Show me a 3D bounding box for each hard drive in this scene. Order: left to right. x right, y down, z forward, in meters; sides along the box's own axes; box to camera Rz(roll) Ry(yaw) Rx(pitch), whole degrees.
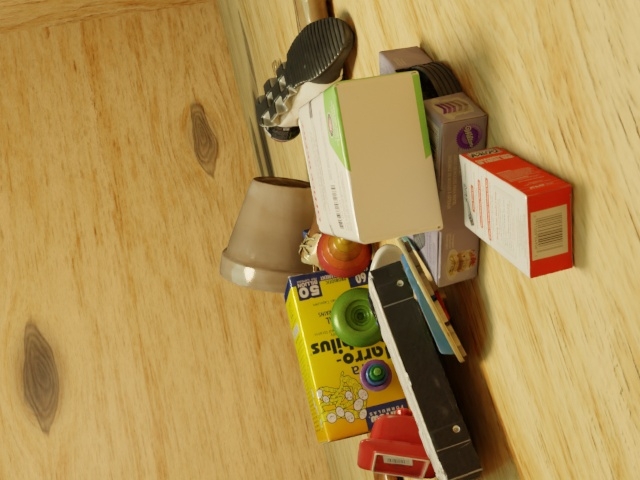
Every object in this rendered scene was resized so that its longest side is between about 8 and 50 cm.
[{"bbox_3d":[0.164,0.226,1.225,0.237,0.064,0.339,69,-179,-68],"label":"hard drive"}]

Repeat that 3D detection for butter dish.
[{"bbox_3d":[0.157,0.381,1.470,0.160,0.160,0.118,91,-172,-54],"label":"butter dish"}]

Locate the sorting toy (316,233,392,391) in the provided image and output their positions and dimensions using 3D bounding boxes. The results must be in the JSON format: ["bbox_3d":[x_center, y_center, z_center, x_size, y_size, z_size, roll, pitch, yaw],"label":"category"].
[{"bbox_3d":[0.079,0.123,1.549,0.126,0.127,0.366,87,170,-74],"label":"sorting toy"}]

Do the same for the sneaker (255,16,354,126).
[{"bbox_3d":[0.000,-0.338,1.564,0.330,0.146,0.123,-34,58,53],"label":"sneaker"}]

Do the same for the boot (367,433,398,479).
[{"bbox_3d":[0.146,0.616,1.903,0.264,0.096,0.281,95,162,-61],"label":"boot"}]

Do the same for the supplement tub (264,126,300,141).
[{"bbox_3d":[-0.101,-0.346,2.116,0.190,0.116,0.117,121,136,-76],"label":"supplement tub"}]

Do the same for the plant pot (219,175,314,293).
[{"bbox_3d":[-0.113,-0.029,2.155,0.323,0.323,0.281,-132,49,-72],"label":"plant pot"}]

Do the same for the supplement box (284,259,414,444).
[{"bbox_3d":[0.055,0.249,1.680,0.195,0.194,0.357,109,147,-73],"label":"supplement box"}]

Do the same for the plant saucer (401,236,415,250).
[{"bbox_3d":[0.142,-0.034,1.350,0.192,0.018,0.067,-129,29,-69],"label":"plant saucer"}]

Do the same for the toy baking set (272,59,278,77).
[{"bbox_3d":[-0.120,-0.449,2.393,0.256,0.030,0.197,91,167,-52],"label":"toy baking set"}]

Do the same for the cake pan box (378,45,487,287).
[{"bbox_3d":[0.148,-0.112,1.061,0.246,0.070,0.267,-118,18,-53],"label":"cake pan box"}]

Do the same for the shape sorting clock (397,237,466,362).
[{"bbox_3d":[0.167,0.087,1.133,0.206,0.040,0.206,-23,-90,-84],"label":"shape sorting clock"}]

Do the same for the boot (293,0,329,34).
[{"bbox_3d":[-0.019,-0.523,1.524,0.236,0.089,0.270,-105,5,-70],"label":"boot"}]

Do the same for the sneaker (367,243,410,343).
[{"bbox_3d":[0.119,0.088,1.446,0.121,0.079,0.217,-119,19,-62],"label":"sneaker"}]

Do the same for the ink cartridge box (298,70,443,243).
[{"bbox_3d":[0.058,-0.108,1.043,0.273,0.114,0.199,-160,59,-79],"label":"ink cartridge box"}]

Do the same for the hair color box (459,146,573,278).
[{"bbox_3d":[0.209,-0.036,0.826,0.167,0.053,0.093,-125,24,-65],"label":"hair color box"}]

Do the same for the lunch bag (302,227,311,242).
[{"bbox_3d":[0.000,0.000,1.997,0.067,0.098,0.065,-149,45,-70],"label":"lunch bag"}]

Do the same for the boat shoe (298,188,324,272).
[{"bbox_3d":[0.010,0.029,1.905,0.122,0.119,0.324,-152,50,-78],"label":"boat shoe"}]
